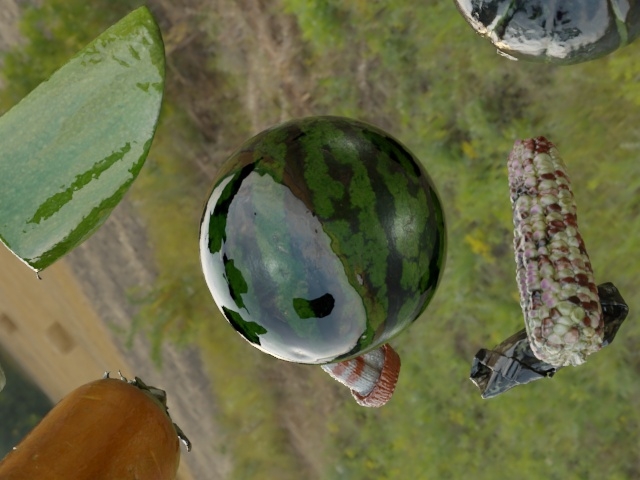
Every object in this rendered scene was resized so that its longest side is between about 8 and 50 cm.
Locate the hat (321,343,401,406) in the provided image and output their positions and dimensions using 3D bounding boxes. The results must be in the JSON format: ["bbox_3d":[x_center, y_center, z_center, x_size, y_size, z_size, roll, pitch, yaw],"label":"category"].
[{"bbox_3d":[0.034,0.169,1.700,0.162,0.093,0.112,27,-164,-23],"label":"hat"}]

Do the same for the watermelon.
[{"bbox_3d":[0.000,0.000,1.308,0.285,0.285,0.285,43,164,16],"label":"watermelon"}]

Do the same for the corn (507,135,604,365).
[{"bbox_3d":[0.271,0.013,1.367,0.092,0.092,0.280,86,180,-66],"label":"corn"}]

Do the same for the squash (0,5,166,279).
[{"bbox_3d":[-0.250,-0.095,1.320,0.111,0.288,0.203,49,176,32],"label":"squash"}]

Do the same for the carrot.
[{"bbox_3d":[-0.292,0.300,1.568,0.193,0.331,0.214,-15,115,32],"label":"carrot"}]

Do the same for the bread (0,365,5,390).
[{"bbox_3d":[-0.427,0.165,1.213,0.134,0.148,0.141,51,-151,-4],"label":"bread"}]

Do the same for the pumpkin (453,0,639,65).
[{"bbox_3d":[0.313,-0.385,1.505,0.323,0.323,0.241,48,-173,2],"label":"pumpkin"}]

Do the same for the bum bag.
[{"bbox_3d":[0.293,0.139,1.526,0.069,0.102,0.248,33,129,-29],"label":"bum bag"}]
